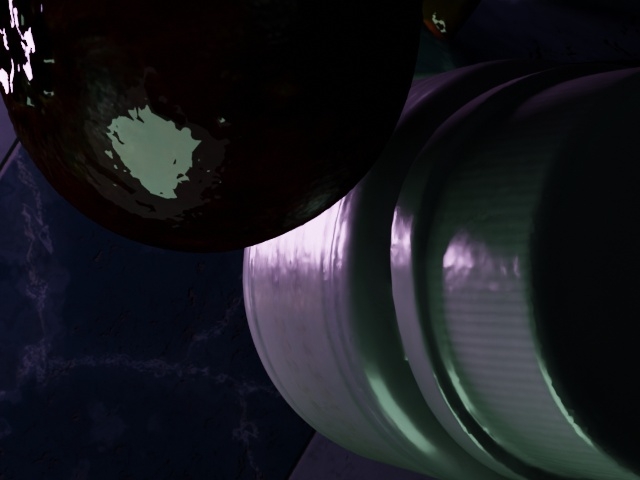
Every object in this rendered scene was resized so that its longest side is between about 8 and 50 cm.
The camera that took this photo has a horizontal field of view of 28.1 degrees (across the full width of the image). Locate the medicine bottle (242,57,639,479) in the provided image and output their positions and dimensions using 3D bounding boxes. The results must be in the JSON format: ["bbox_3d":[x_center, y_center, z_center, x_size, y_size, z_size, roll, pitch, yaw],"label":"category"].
[{"bbox_3d":[0.113,0.020,0.720,0.245,0.245,0.306,32,166,-20],"label":"medicine bottle"}]

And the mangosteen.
[{"bbox_3d":[-0.030,-0.119,0.634,0.261,0.236,0.235,-16,-157,-30],"label":"mangosteen"}]
